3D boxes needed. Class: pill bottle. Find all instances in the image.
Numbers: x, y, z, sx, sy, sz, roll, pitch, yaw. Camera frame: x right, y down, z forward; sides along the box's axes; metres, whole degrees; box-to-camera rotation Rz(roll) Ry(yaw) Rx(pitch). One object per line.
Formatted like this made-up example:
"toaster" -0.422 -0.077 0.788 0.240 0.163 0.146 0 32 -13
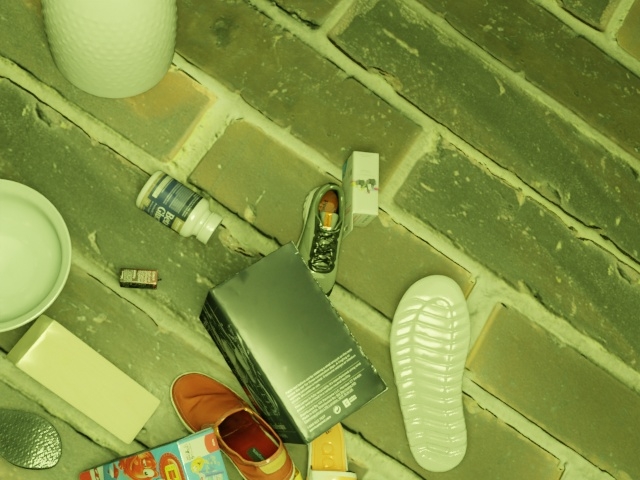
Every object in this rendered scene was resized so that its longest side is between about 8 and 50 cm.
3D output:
"pill bottle" -0.294 -0.066 1.571 0.169 0.094 0.094 33 71 -3

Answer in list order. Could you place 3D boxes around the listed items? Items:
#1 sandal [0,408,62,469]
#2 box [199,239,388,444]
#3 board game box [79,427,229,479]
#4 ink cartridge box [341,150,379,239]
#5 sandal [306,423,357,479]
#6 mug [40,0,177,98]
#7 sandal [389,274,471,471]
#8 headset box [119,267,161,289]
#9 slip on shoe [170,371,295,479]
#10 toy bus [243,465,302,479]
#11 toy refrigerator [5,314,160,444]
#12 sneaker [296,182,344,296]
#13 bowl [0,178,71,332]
"sandal" -0.606 0.363 1.415 0.255 0.054 0.097 18 65 2
"box" -0.071 0.208 1.420 0.179 0.343 0.312 -31 84 -18
"board game box" -0.272 0.521 1.319 0.086 0.302 0.308 -6 73 -53
"ink cartridge box" 0.087 -0.095 1.661 0.062 0.104 0.181 5 75 -11
"sandal" 0.020 0.457 1.470 0.102 0.076 0.265 4 52 -14
"mug" -0.442 -0.531 1.535 0.276 0.328 0.373 -11 78 -16
"sandal" 0.232 0.281 1.606 0.170 0.102 0.415 1 88 2
"headset box" -0.369 0.079 1.532 0.083 0.062 0.032 3 76 -11
"slip on shoe" -0.173 0.346 1.422 0.123 0.101 0.331 -32 47 -28
"toy bus" -0.115 0.559 1.432 0.220 0.149 0.211 -26 96 -21
"toy refrigerator" -0.442 0.261 1.399 0.269 0.094 0.102 46 69 -27
"sneaker" 0.000 0.000 1.616 0.100 0.108 0.271 9 75 -12
"bowl" -0.631 0.040 1.444 0.298 0.134 0.297 3 75 -13
